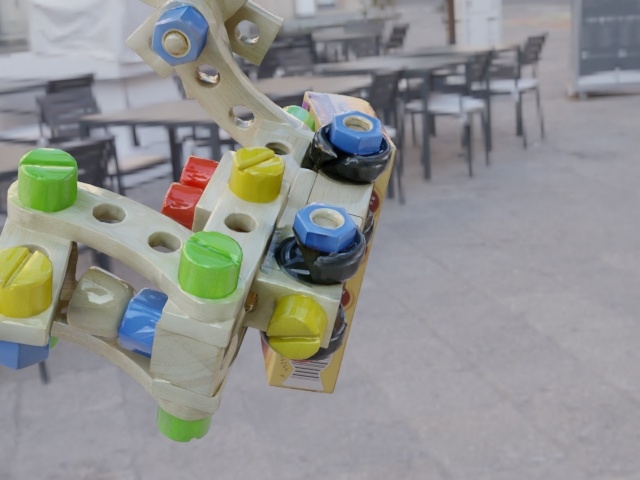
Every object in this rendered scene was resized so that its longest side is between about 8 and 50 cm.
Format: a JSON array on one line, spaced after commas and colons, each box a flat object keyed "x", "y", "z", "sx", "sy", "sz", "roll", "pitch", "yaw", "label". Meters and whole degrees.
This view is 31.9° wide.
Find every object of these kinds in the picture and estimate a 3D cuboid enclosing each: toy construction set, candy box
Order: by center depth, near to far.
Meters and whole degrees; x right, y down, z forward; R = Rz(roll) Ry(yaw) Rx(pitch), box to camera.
[{"x": -0.075, "y": -0.029, "z": 0.631, "sx": 0.215, "sy": 0.151, "sz": 0.328, "roll": 14, "pitch": 51, "yaw": 3, "label": "toy construction set"}, {"x": 0.000, "y": 0.000, "z": 0.790, "sx": 0.053, "sy": 0.187, "sz": 0.109, "roll": 8, "pitch": 22, "yaw": -11, "label": "candy box"}]
